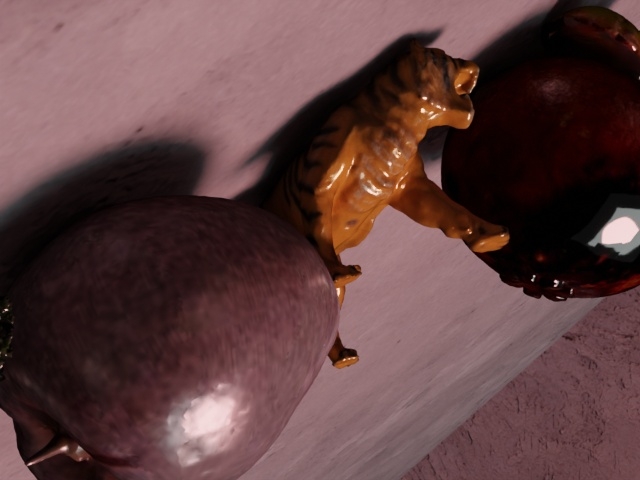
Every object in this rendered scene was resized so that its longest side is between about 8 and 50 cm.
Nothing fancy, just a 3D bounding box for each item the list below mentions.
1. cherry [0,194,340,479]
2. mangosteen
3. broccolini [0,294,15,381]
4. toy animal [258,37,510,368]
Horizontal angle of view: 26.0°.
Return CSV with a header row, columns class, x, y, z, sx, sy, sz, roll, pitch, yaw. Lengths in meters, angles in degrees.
class,x,y,z,sx,sy,sz,roll,pitch,yaw
cherry,-0.073,0.049,0.654,0.176,0.140,0.176,-45,171,-9
mangosteen,0.170,-0.058,0.905,0.200,0.200,0.200,-36,166,-11
broccolini,-0.217,0.067,0.582,0.201,0.058,0.074,-28,156,23
toy animal,-0.006,0.000,0.800,0.114,0.116,0.255,-3,153,-37
